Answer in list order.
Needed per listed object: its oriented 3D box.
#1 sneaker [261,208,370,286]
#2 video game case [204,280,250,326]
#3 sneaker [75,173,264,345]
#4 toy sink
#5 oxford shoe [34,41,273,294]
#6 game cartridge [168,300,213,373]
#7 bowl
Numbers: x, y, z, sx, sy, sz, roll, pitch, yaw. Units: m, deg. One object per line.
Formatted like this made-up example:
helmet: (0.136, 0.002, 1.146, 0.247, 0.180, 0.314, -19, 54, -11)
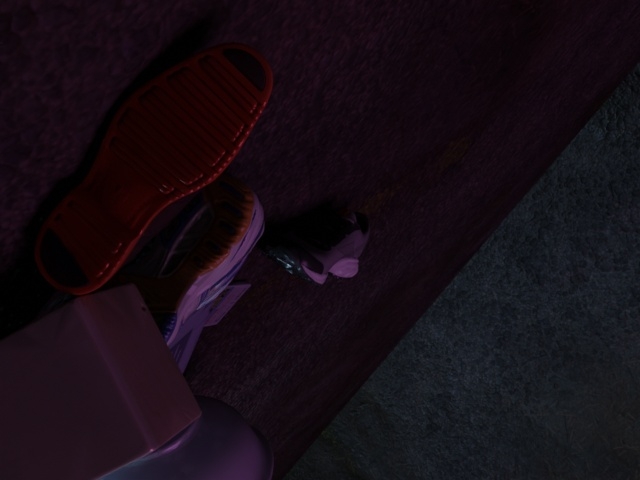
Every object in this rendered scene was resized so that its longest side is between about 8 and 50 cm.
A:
sneaker: (0.000, 0.000, 1.255, 0.108, 0.100, 0.271, -63, 163, 13)
video game case: (-0.157, 0.094, 1.227, 0.087, 0.011, 0.122, -48, 164, 15)
sneaker: (-0.167, 0.062, 0.941, 0.296, 0.112, 0.131, -44, 165, 1)
toy sink: (-0.261, 0.164, 0.817, 0.234, 0.152, 0.131, -29, 178, 13)
oxford shoe: (-0.142, -0.069, 0.746, 0.271, 0.097, 0.098, -42, -177, 15)
game cartridge: (-0.244, 0.188, 1.113, 0.196, 0.060, 0.294, -50, 172, -44)
bowl: (-0.230, 0.324, 1.273, 0.298, 0.298, 0.134, -35, 123, -31)
